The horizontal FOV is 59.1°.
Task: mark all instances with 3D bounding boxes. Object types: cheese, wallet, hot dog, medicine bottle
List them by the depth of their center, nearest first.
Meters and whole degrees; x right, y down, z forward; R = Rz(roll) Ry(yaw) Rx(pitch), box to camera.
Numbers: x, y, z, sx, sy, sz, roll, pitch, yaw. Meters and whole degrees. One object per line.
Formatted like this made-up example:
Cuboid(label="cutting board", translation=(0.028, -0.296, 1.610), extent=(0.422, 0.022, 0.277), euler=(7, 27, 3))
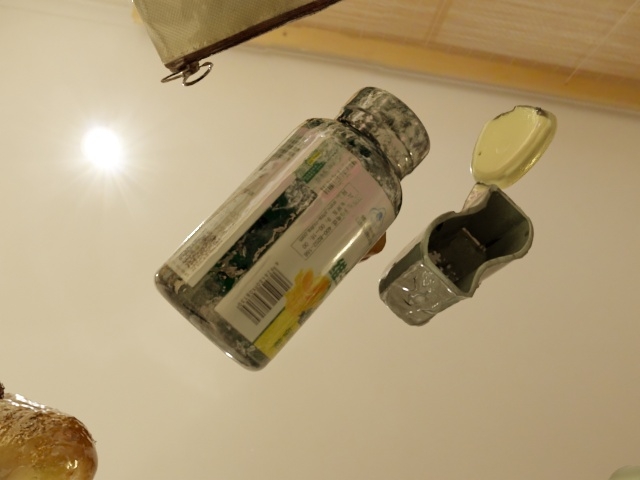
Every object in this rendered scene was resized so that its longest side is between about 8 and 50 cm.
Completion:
Cuboid(label="hot dog", translation=(-0.217, 0.090, 0.318), extent=(0.216, 0.066, 0.047), euler=(10, -105, 22))
Cuboid(label="medicine bottle", translation=(-0.017, -0.021, 0.567), extent=(0.141, 0.141, 0.293), euler=(40, -102, 8))
Cuboid(label="wallet", translation=(-0.108, -0.377, 0.717), extent=(0.336, 0.068, 0.274), euler=(-25, -63, -1))
Cuboid(label="cheese", translation=(0.284, -0.109, 0.941), extent=(0.050, 0.127, 0.255), euler=(33, -91, -39))

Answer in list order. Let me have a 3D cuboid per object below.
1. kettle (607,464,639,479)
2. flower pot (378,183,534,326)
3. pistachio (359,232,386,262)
Cuboid(label="kettle", translation=(0.544, 0.413, 0.779), extent=(0.165, 0.255, 0.240), euler=(42, -123, -1))
Cuboid(label="flower pot", translation=(0.180, 0.021, 0.742), extent=(0.229, 0.108, 0.103), euler=(-28, -105, -40))
Cuboid(label="pistachio", translation=(0.001, -0.003, 0.772), extent=(0.100, 0.189, 0.110), euler=(28, -130, -36))
